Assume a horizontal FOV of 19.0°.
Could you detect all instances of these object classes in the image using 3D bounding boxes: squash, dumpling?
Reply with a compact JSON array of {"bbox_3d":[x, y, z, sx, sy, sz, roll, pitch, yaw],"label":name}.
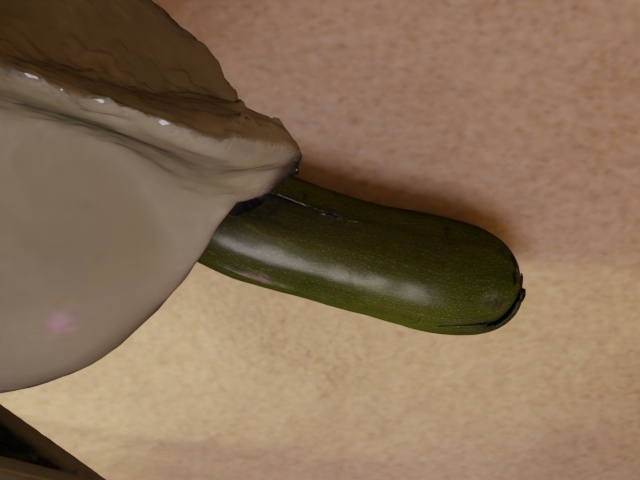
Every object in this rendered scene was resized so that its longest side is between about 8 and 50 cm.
[{"bbox_3d":[0.000,0.000,0.771,0.183,0.052,0.052,18,137,-14],"label":"squash"},{"bbox_3d":[-0.141,-0.049,0.606,0.227,0.175,0.243,22,136,-34],"label":"dumpling"}]

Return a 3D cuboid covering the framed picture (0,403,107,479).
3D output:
[{"bbox_3d":[-0.241,0.017,0.628,0.324,0.240,0.020,23,93,-49],"label":"framed picture"}]
